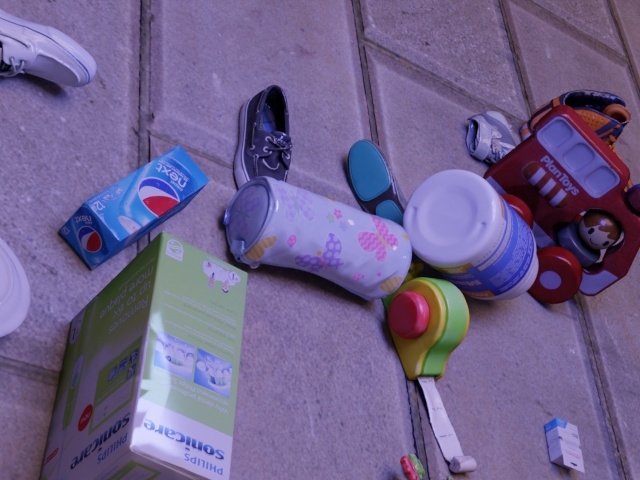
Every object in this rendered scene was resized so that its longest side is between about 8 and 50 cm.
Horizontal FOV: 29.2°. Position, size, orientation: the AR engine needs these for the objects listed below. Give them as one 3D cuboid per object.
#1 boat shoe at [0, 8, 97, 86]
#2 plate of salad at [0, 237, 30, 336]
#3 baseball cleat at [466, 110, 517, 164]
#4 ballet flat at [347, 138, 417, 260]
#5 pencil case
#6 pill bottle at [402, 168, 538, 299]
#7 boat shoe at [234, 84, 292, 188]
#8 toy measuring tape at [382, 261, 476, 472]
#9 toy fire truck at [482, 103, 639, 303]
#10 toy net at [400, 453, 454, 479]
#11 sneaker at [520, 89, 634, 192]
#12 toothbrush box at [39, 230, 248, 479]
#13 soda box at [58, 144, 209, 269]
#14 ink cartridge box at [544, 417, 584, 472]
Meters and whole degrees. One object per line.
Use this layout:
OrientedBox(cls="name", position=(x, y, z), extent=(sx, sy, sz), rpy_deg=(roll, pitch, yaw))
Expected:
OrientedBox(cls="boat shoe", position=(-0.404, -0.245, 1.581), extent=(0.226, 0.083, 0.076), rpy_deg=(25, 54, -12))
OrientedBox(cls="plate of salad", position=(-0.411, 0.035, 1.341), extent=(0.200, 0.048, 0.200), rpy_deg=(32, 30, -20))
OrientedBox(cls="baseball cleat", position=(0.333, -0.143, 2.243), extent=(0.109, 0.072, 0.206), rpy_deg=(-15, 64, -36))
OrientedBox(cls="ballet flat", position=(0.102, -0.060, 1.939), extent=(0.213, 0.072, 0.068), rpy_deg=(67, 13, 21))
OrientedBox(cls="pencil case", position=(0.000, 0.000, 1.730), extent=(0.273, 0.113, 0.124), rpy_deg=(17, 70, -35))
OrientedBox(cls="pill bottle", position=(0.244, 0.005, 1.892), extent=(0.272, 0.152, 0.152), rpy_deg=(36, 31, -57))
OrientedBox(cls="boat shoe", position=(-0.073, -0.139, 1.809), extent=(0.080, 0.076, 0.228), rpy_deg=(26, 42, -27))
OrientedBox(cls="toy measuring tape", position=(0.178, 0.163, 1.766), extent=(0.121, 0.121, 0.330), rpy_deg=(6, 54, -42))
OrientedBox(cls="toy fire truck", position=(0.425, -0.054, 2.088), extent=(0.302, 0.254, 0.169), rpy_deg=(45, 37, -5))
OrientedBox(cls="toy net", position=(0.145, 0.329, 1.566), extent=(0.122, 0.045, 0.232), rpy_deg=(60, 8, 6))
OrientedBox(cls="sneaker", position=(0.556, -0.163, 2.376), extent=(0.321, 0.180, 0.124), rpy_deg=(37, 39, -15))
OrientedBox(cls="toothbrush box", position=(-0.190, 0.167, 1.316), extent=(0.122, 0.206, 0.283), rpy_deg=(27, 43, -27))
OrientedBox(cls="soda box", position=(-0.234, -0.045, 1.568), extent=(0.067, 0.071, 0.210), rpy_deg=(49, 37, 0))
OrientedBox(cls="ink cartridge box", position=(0.378, 0.322, 1.898), extent=(0.048, 0.028, 0.083), rpy_deg=(26, 42, -28))
